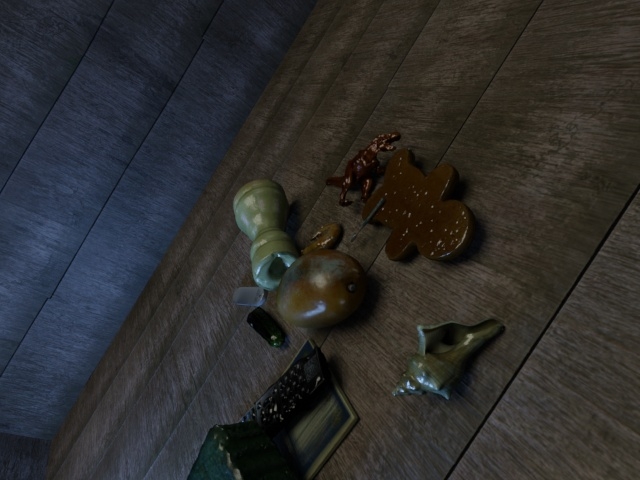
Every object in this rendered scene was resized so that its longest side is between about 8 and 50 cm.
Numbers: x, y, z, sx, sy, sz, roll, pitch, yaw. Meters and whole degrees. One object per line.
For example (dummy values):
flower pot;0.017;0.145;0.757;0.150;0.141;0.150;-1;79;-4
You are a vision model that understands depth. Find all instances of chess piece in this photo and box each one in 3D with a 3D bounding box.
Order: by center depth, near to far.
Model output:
chess piece;-0.196;-0.022;1.569;0.234;0.234;0.442;-46;39;21

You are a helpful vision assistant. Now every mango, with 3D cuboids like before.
mango;-0.015;0.141;1.189;0.384;0.199;0.221;-23;53;61

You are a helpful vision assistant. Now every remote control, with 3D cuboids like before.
remote control;-0.108;0.451;1.145;0.398;0.062;0.144;-49;33;22
remote control;-0.285;0.222;1.659;0.245;0.022;0.077;-9;60;51

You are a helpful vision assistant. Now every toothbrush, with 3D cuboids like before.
toothbrush;0.134;-0.059;1.211;0.167;0.011;0.014;-54;24;25

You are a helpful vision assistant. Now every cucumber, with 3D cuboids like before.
cucumber;-0.181;0.294;1.408;0.241;0.074;0.074;23;84;56

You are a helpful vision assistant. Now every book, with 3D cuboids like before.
book;-0.034;0.445;1.123;0.228;0.018;0.322;-56;32;9

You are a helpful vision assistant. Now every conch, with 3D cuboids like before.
conch;0.232;0.225;0.834;0.233;0.137;0.114;-54;0;-12

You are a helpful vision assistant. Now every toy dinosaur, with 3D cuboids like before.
toy dinosaur;0.107;-0.198;1.371;0.432;0.097;0.208;-29;50;51

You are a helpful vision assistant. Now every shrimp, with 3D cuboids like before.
shrimp;0.002;0.003;1.420;0.188;0.051;0.132;-31;22;30

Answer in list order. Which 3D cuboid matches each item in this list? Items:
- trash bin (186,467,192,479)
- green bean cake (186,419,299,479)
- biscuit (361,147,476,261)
trash bin;-0.358;0.791;1.222;0.236;0.101;0.177;-61;33;2
green bean cake;-0.193;0.644;1.000;0.300;0.169;0.307;38;106;43
biscuit;0.258;-0.073;1.090;0.282;0.064;0.432;-60;29;12
